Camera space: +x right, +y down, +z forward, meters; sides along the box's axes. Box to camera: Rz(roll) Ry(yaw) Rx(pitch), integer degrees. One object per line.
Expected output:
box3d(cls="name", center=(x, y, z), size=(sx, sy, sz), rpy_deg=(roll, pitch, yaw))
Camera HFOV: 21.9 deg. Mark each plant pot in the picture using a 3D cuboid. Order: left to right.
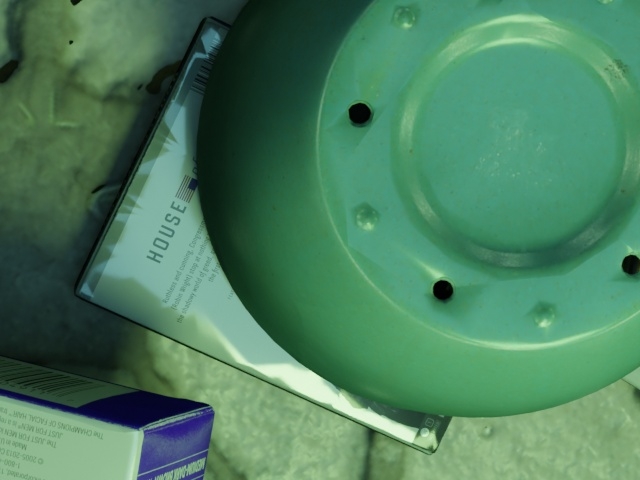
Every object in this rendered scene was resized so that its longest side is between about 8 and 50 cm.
box3d(cls="plant pot", center=(0.082, -0.043, 0.830), size=(0.293, 0.235, 0.293), rpy_deg=(0, 92, -4))

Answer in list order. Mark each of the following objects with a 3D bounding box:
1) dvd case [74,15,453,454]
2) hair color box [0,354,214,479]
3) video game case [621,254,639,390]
box3d(cls="dvd case", center=(0.000, 0.000, 0.978), size=(0.239, 0.029, 0.179), rpy_deg=(26, 92, -13))
box3d(cls="hair color box", center=(-0.185, 0.237, 0.897), size=(0.185, 0.110, 0.338), rpy_deg=(12, 94, 18))
box3d(cls="video game case", center=(0.299, -0.020, 1.017), size=(0.329, 0.036, 0.300), rpy_deg=(30, 90, -18))
